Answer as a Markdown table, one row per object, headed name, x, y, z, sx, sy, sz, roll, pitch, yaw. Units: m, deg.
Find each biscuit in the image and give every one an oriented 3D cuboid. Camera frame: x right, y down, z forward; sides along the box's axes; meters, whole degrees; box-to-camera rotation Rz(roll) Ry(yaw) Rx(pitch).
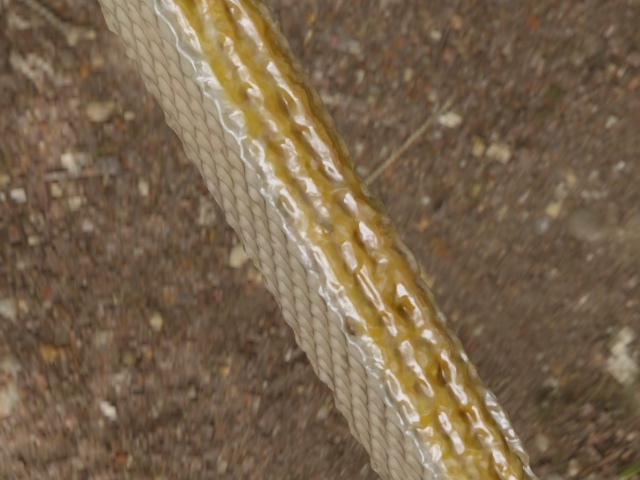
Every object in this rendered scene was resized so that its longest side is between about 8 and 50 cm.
| name | x | y | z | sx | sy | sz | roll | pitch | yaw |
| --- | --- | --- | --- | --- | --- | --- | --- | --- | --- |
| biscuit | 0.000 | 0.000 | 0.861 | 0.054 | 0.094 | 0.378 | -35 | 107 | -17 |
